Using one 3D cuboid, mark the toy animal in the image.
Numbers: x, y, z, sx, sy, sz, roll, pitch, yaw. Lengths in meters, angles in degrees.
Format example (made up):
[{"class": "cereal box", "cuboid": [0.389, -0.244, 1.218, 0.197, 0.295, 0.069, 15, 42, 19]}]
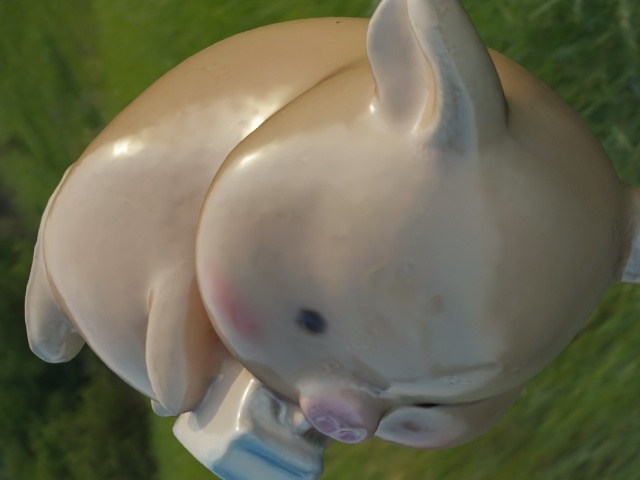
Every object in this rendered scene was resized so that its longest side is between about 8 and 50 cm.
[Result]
[{"class": "toy animal", "cuboid": [0.001, 0.002, 0.812, 0.195, 0.213, 0.256, 35, 174, -35]}]
